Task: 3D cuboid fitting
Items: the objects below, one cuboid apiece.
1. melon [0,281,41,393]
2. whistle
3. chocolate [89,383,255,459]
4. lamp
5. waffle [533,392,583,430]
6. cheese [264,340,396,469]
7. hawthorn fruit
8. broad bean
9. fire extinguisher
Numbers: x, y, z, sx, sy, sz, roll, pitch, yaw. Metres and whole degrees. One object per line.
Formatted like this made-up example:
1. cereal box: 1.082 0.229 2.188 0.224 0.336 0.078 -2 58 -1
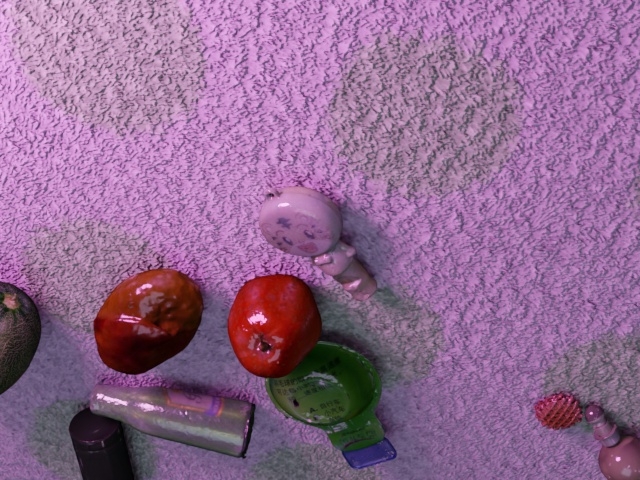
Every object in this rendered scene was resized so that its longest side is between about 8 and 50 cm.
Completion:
1. melon: -0.565 0.169 1.601 0.182 0.182 0.288 37 126 -20
2. whistle: 0.000 0.000 1.466 0.126 0.067 0.258 -17 130 36
3. chocolate: -0.265 0.312 1.732 0.291 0.110 0.110 12 129 1
4. lamp: 0.508 0.350 1.674 0.091 0.091 0.163 -28 104 26
5. waffle: 0.414 0.296 1.671 0.083 0.029 0.075 -23 123 21
6. cheese: 0.024 0.283 1.676 0.204 0.083 0.320 -21 120 20
7. hawthorn fruit: -0.078 0.146 1.498 0.163 0.203 0.162 4 114 9
8. broad bean: -0.281 0.134 1.574 0.156 0.122 0.228 36 128 -18
9. fire extinguisher: -0.403 0.453 1.865 0.114 0.095 0.311 -16 130 -19
